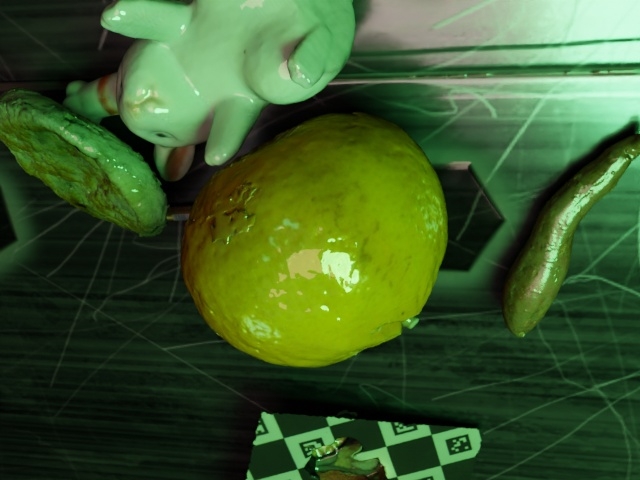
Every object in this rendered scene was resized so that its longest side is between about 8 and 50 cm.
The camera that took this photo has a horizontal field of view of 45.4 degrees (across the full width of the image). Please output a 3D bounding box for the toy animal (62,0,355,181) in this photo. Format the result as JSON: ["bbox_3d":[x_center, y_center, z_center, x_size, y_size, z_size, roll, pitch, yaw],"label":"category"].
[{"bbox_3d":[-0.105,-0.127,0.612,0.282,0.138,0.140,-27,99,23],"label":"toy animal"}]

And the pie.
[{"bbox_3d":[-0.212,-0.066,0.689,0.187,0.041,0.187,28,158,12],"label":"pie"}]

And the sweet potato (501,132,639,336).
[{"bbox_3d":[0.214,-0.008,0.671,0.050,0.050,0.214,22,116,-1],"label":"sweet potato"}]

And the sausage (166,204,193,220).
[{"bbox_3d":[-0.113,-0.028,0.746,0.100,0.015,0.015,-3,119,15],"label":"sausage"}]

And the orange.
[{"bbox_3d":[-0.003,-0.001,0.618,0.219,0.219,0.193,-27,83,24],"label":"orange"}]

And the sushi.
[{"bbox_3d":[0.032,0.298,0.887,0.264,0.050,0.290,6,120,-8],"label":"sushi"}]
